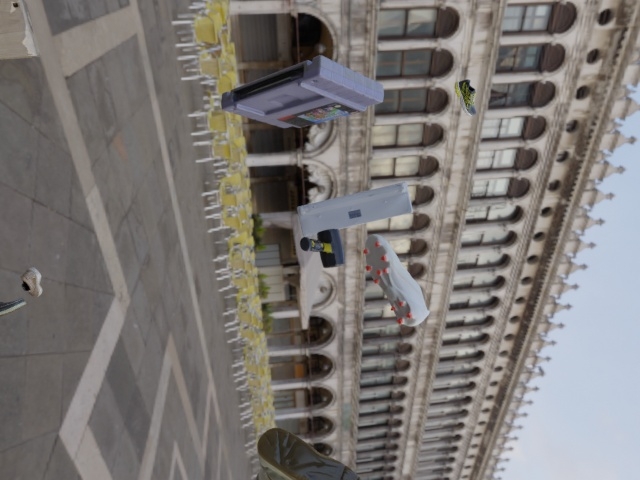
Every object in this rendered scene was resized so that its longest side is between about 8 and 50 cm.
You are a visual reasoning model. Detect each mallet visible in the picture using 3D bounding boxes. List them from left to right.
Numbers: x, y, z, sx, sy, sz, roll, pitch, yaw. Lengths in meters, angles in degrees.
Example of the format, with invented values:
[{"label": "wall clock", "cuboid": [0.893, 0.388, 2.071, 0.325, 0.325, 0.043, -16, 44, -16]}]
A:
[{"label": "mallet", "cuboid": [0.000, 0.000, 0.674, 0.190, 0.039, 0.062, 37, 43, -73]}]

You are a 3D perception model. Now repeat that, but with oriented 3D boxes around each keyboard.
[{"label": "keyboard", "cuboid": [0.076, -0.070, 1.063, 0.014, 0.256, 0.072, -51, 129, -78]}]

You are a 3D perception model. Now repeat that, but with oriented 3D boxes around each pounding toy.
[{"label": "pounding toy", "cuboid": [-0.449, -0.286, 0.602, 0.141, 0.130, 0.100, 36, -46, 56]}]

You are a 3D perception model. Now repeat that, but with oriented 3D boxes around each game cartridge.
[{"label": "game cartridge", "cuboid": [-0.049, -0.347, 1.151, 0.355, 0.230, 0.068, -1, -97, 44]}]

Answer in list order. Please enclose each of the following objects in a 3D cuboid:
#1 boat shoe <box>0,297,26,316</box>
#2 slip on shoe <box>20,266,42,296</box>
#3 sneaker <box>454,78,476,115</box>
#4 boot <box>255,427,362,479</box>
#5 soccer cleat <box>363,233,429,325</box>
[{"label": "boat shoe", "cuboid": [-0.783, 0.164, 1.103, 0.056, 0.153, 0.049, 170, -99, -74]}, {"label": "slip on shoe", "cuboid": [-0.777, 0.119, 1.248, 0.041, 0.051, 0.135, -47, -177, -43]}, {"label": "sneaker", "cuboid": [0.311, -0.299, 0.979, 0.083, 0.035, 0.031, 51, 44, -27]}, {"label": "boot", "cuboid": [-0.013, 0.400, 0.720, 0.077, 0.213, 0.165, -40, 151, -44]}, {"label": "soccer cleat", "cuboid": [0.149, 0.076, 0.927, 0.068, 0.076, 0.196, -36, -106, 43]}]
